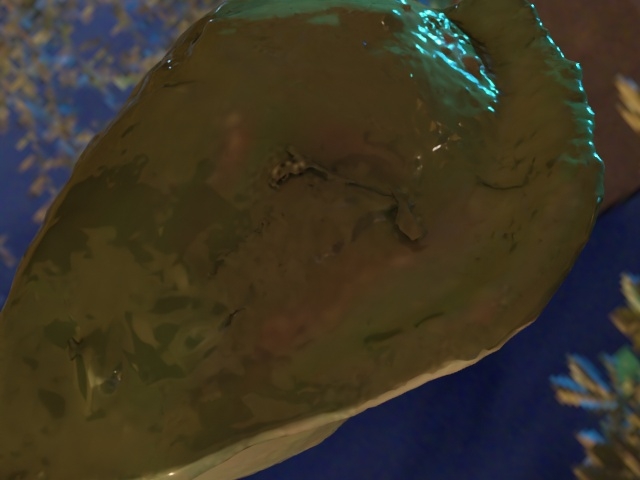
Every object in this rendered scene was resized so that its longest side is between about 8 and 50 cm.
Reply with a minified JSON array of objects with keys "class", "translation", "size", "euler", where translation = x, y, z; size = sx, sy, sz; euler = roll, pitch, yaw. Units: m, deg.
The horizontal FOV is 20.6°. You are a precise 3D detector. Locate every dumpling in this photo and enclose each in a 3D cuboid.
[{"class":"dumpling","translation":[-0.010,-0.006,0.475],"size":[0.217,0.105,0.149],"euler":[-52,-169,-29]}]
